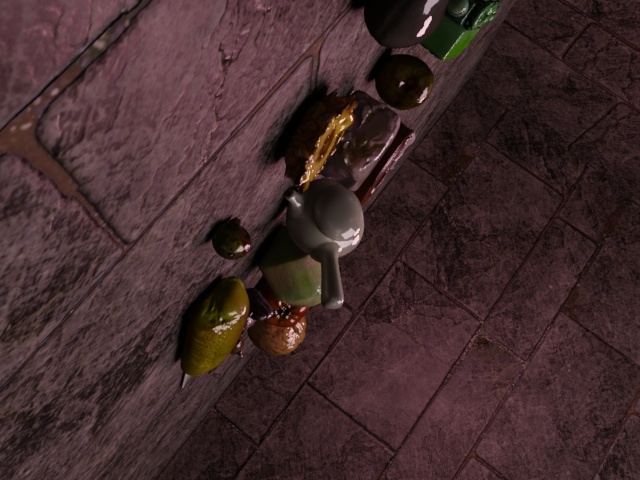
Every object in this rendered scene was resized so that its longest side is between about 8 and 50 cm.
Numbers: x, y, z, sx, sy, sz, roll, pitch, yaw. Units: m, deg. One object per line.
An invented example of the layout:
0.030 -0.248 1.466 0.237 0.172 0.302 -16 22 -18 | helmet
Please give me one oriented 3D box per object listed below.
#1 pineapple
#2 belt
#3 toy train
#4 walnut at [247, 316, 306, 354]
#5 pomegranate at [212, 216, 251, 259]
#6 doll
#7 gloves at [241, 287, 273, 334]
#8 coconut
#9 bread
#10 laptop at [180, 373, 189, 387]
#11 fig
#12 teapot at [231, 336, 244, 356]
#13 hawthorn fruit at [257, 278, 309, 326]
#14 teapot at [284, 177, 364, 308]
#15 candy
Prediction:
-0.008 -0.194 1.066 0.225 0.076 0.225 -55 175 -7 | pineapple
0.180 -0.259 1.884 0.217 0.122 0.338 -43 168 -52 | belt
0.350 -0.563 1.443 0.188 0.132 0.243 -52 173 34 | toy train
-0.160 0.313 2.082 0.228 0.228 0.228 -52 174 -8 | walnut
-0.158 -0.003 1.040 0.084 0.073 0.073 -46 171 -46 | pomegranate
0.243 -0.494 0.907 0.379 0.252 0.382 -20 -172 29 | doll
-0.211 0.209 1.645 0.142 0.119 0.285 -63 -171 -9 | gloves
-0.061 0.064 1.547 0.205 0.236 0.236 -25 171 -4 | coconut
-0.259 0.231 1.400 0.166 0.112 0.383 -49 173 -35 | bread
-0.349 0.345 1.812 0.269 0.015 0.187 -49 172 -35 | laptop
0.191 -0.362 1.337 0.185 0.133 0.126 112 -21 -82 | fig
-0.318 0.382 1.988 0.110 0.085 0.080 -28 161 -25 | teapot
-0.130 0.182 1.911 0.196 0.197 0.225 -55 -162 19 | hawthorn fruit
0.034 -0.003 1.393 0.220 0.318 0.149 -18 176 -29 | teapot
0.075 -0.217 1.281 0.185 0.137 0.195 -52 176 -10 | candy
